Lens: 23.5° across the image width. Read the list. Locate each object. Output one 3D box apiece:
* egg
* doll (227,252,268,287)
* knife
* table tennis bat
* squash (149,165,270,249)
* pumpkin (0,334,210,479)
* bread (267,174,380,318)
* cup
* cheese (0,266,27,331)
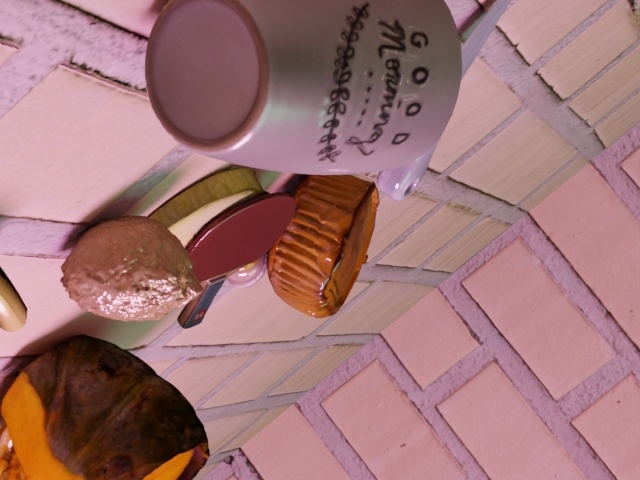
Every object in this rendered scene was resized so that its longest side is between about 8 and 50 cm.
[{"bbox_3d":[-0.195,0.032,1.572,0.140,0.118,0.116,-4,132,-31],"label":"egg"},{"bbox_3d":[-0.108,0.022,1.942,0.084,0.073,0.127,-5,164,4],"label":"doll"},{"bbox_3d":[0.154,-0.184,1.869,0.080,0.044,0.331,-24,148,-53],"label":"knife"},{"bbox_3d":[-0.115,0.027,1.818,0.154,0.021,0.274,-20,158,-35],"label":"table tennis bat"},{"bbox_3d":[-0.155,-0.007,1.758,0.219,0.041,0.219,-32,164,-10],"label":"squash"},{"bbox_3d":[-0.282,0.264,1.877,0.303,0.225,0.256,-50,171,36],"label":"pumpkin"},{"bbox_3d":[0.000,0.001,1.955,0.199,0.104,0.199,21,90,-79],"label":"bread"},{"bbox_3d":[-0.010,-0.178,1.261,0.234,0.186,0.258,-7,119,-53],"label":"cup"},{"bbox_3d":[-0.303,0.020,1.329,0.036,0.086,0.162,-41,156,-16],"label":"cheese"}]
